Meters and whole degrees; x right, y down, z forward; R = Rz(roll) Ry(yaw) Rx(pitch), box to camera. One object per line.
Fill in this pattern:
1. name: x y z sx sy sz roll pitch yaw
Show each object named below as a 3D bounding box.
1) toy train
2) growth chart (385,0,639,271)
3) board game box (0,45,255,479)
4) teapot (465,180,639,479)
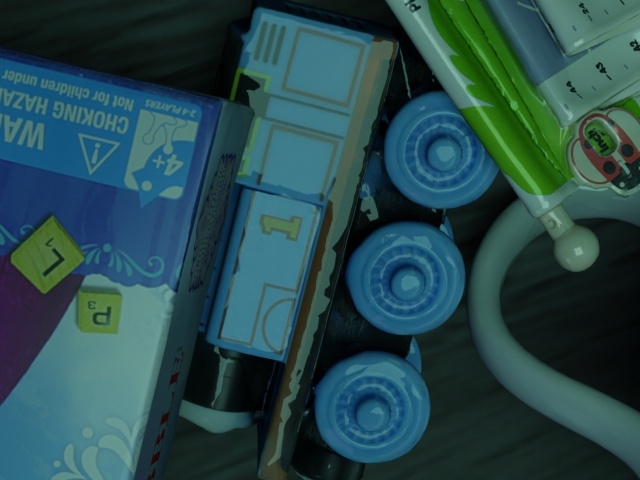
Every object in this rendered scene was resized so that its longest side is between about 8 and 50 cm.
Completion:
1. toy train: 0.000 0.000 0.625 0.105 0.080 0.184 14 103 -3
2. growth chart: 0.118 -0.127 0.597 0.237 0.021 0.172 -40 93 -13
3. board game box: -0.212 0.074 0.545 0.319 0.066 0.318 13 93 6
4. teapot: 0.227 0.026 0.616 0.256 0.187 0.252 29 126 -31
